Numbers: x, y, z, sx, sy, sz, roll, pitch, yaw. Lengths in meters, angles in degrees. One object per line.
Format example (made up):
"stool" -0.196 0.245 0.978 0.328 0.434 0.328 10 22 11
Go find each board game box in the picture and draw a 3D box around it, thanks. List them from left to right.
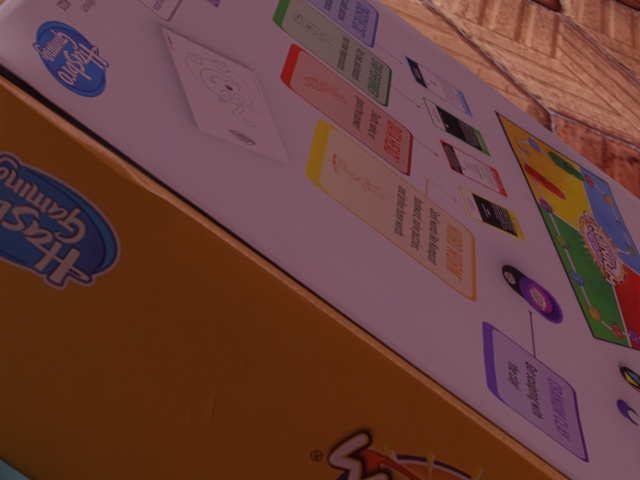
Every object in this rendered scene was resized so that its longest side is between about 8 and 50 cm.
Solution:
"board game box" 0.052 0.039 0.449 0.316 0.064 0.242 36 19 -9

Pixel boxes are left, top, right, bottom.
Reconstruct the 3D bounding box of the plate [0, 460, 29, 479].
"plate" -0.095 0.031 0.316 0.188 0.024 0.188 39 2 -1
